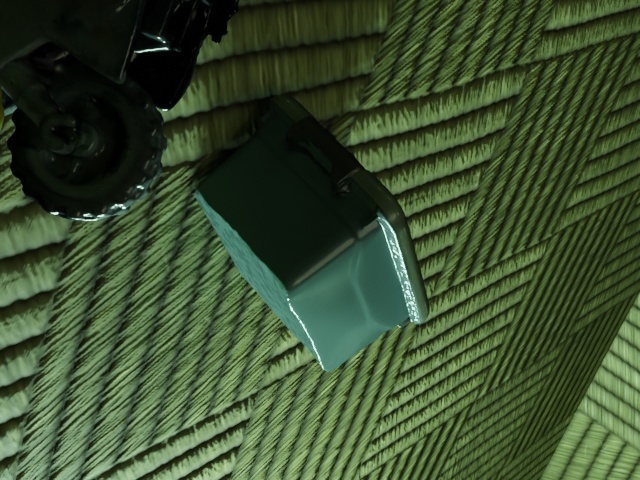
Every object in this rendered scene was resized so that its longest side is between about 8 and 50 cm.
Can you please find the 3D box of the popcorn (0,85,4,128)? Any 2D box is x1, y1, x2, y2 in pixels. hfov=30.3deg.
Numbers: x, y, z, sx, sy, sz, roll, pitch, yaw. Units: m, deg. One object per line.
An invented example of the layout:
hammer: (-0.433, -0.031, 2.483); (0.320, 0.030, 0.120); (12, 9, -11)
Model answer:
popcorn: (-0.234, -0.084, 0.452); (0.200, 0.226, 0.203); (106, -6, -56)

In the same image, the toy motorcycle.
toy motorcycle: (-0.123, -0.150, 0.631); (0.106, 0.159, 0.270); (24, 85, -74)

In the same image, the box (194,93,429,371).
box: (0.000, 0.000, 0.988); (0.130, 0.162, 0.227); (-38, 152, -10)
